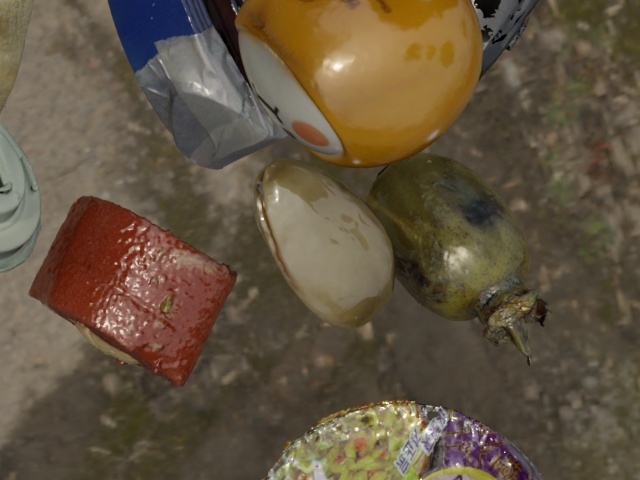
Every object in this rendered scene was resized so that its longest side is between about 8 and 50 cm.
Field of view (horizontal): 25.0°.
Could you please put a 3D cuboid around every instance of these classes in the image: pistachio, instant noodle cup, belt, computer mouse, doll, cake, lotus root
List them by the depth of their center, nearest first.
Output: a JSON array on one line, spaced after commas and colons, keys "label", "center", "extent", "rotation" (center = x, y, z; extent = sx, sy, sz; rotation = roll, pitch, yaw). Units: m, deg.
[{"label": "doll", "center": [0.044, -0.150, 1.264], "extent": [0.236, 0.214, 0.213], "rotation": [60, 38, -59]}, {"label": "pistachio", "center": [0.000, 0.000, 1.380], "extent": [0.126, 0.108, 0.185], "rotation": [-46, 110, -36]}, {"label": "instant noodle cup", "center": [0.094, 0.358, 1.512], "extent": [0.266, 0.340, 0.339], "rotation": [66, 29, -67]}, {"label": "cake", "center": [-0.207, 0.052, 1.540], "extent": [0.177, 0.283, 0.150], "rotation": [26, 85, -14]}, {"label": "lotus root", "center": [0.153, 0.013, 1.583], "extent": [0.154, 0.154, 0.278], "rotation": [-1, 45, -42]}, {"label": "computer mouse", "center": [0.205, -0.290, 1.740], "extent": [0.096, 0.137, 0.233], "rotation": [33, 92, -11]}, {"label": "belt", "center": [-0.157, -0.270, 1.859], "extent": [0.212, 0.117, 0.346], "rotation": [-16, 84, -65]}]

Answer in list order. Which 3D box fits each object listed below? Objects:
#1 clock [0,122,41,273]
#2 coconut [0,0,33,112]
[{"label": "clock", "center": [-0.377, -0.076, 1.516], "extent": [0.236, 0.053, 0.236], "rotation": [38, 35, -33]}, {"label": "coconut", "center": [-0.338, -0.184, 1.221], "extent": [0.194, 0.194, 0.194], "rotation": [12, 71, -39]}]
